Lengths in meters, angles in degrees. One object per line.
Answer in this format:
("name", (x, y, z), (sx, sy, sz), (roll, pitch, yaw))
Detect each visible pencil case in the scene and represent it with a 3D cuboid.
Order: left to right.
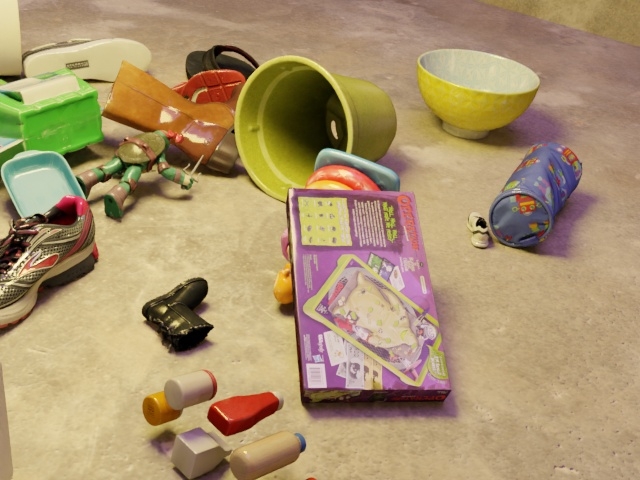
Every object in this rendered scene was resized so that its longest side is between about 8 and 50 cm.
("pencil case", (0.427, -0.092, 1.621), (0.119, 0.133, 0.306), (-23, 12, 36))

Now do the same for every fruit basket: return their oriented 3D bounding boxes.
("fruit basket", (-0.618, -0.261, 1.621), (0.353, 0.165, 0.327), (22, 34, 29))

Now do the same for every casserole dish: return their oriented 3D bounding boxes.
("casserole dish", (-0.480, -0.082, 1.435), (0.114, 0.037, 0.188), (-19, 57, -27))

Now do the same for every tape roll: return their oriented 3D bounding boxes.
("tape roll", (-0.753, -0.522, 1.899), (0.100, 0.286, 0.286), (-7, 34, -21))

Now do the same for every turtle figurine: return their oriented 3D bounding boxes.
("turtle figurine", (-0.337, -0.139, 1.533), (0.175, 0.118, 0.234), (14, 40, 31))

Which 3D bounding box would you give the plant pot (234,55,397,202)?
("plant pot", (0.016, -0.227, 1.644), (0.276, 0.276, 0.254), (27, 25, 29))

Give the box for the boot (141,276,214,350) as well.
("boot", (-0.194, 0.109, 1.220), (0.121, 0.045, 0.099), (-26, 42, -33))

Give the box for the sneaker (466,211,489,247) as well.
("sneaker", (0.303, -0.030, 1.561), (0.040, 0.043, 0.109), (4, 30, -2))

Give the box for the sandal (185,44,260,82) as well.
("sandal", (-0.194, -0.387, 1.971), (0.168, 0.107, 0.446), (-10, 36, -26))

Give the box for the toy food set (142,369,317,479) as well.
("toy food set", (-0.102, 0.229, 0.987), (0.232, 0.111, 0.104), (32, 26, 35))

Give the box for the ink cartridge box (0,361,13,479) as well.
("ink cartridge box", (-0.484, 0.179, 0.891), (0.273, 0.198, 0.115), (18, 33, 17))

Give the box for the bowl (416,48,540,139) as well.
("bowl", (0.360, -0.335, 1.964), (0.290, 0.156, 0.289), (5, 32, -3))

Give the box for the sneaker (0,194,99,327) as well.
("sneaker", (-0.454, 0.029, 1.229), (0.121, 0.112, 0.299), (19, 33, 17))

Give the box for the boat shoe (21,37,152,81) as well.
("boat shoe", (-0.562, -0.436, 1.982), (0.301, 0.108, 0.102), (-15, 39, -21))

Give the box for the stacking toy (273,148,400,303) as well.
("stacking toy", (0.000, 0.000, 1.373), (0.166, 0.175, 0.302), (21, 47, 18))

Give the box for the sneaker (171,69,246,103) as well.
("sneaker", (-0.268, -0.347, 1.862), (0.221, 0.087, 0.128), (-12, 25, 10))

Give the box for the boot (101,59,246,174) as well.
("boot", (-0.282, -0.282, 1.685), (0.280, 0.096, 0.264), (25, 54, -13))

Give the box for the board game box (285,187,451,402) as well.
("board game box", (0.061, 0.072, 1.217), (0.208, 0.056, 0.346), (-1, 55, -7))
